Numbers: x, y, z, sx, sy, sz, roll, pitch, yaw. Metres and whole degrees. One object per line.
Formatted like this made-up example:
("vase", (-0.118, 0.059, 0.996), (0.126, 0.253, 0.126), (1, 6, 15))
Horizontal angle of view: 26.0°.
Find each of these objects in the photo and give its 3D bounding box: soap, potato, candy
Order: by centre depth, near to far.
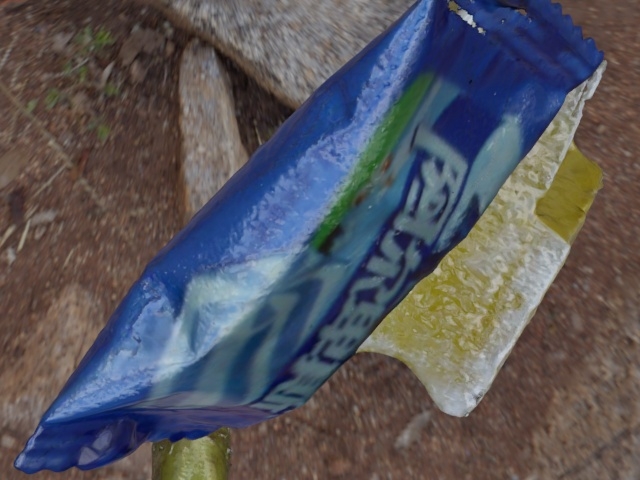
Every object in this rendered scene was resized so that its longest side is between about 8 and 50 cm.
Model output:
("candy", (0.000, 0.000, 0.683), (0.331, 0.187, 0.077), (-48, 67, 15))
("soap", (0.145, -0.079, 1.068), (0.169, 0.339, 0.304), (28, 120, 7))
("potato", (-0.139, 0.258, 1.497), (0.090, 0.225, 0.117), (-2, 135, -2))
